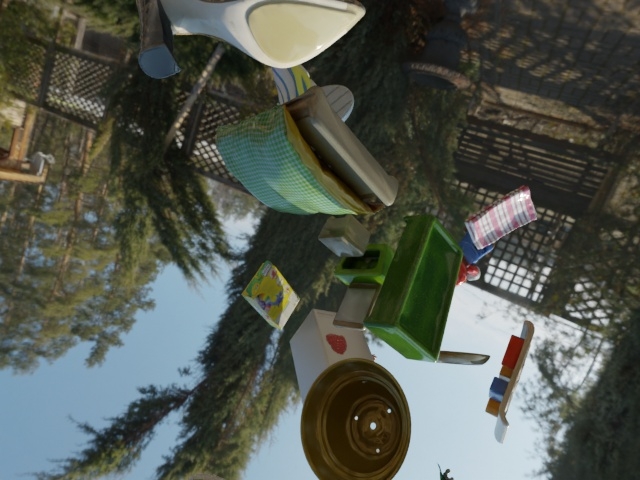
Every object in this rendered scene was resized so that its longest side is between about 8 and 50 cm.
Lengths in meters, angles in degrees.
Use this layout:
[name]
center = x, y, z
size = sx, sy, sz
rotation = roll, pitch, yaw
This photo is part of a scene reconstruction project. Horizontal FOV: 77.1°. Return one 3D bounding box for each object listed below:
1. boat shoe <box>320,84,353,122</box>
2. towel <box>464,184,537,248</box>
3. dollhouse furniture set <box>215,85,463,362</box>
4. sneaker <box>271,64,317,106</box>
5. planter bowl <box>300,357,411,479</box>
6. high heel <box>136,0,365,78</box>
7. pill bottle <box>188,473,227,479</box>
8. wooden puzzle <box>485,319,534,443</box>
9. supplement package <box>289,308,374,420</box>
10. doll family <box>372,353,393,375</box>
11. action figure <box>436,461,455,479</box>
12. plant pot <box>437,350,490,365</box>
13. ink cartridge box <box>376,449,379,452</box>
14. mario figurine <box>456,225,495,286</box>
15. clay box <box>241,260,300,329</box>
[boat shoe]
center = -0.057, -0.255, 1.010
size = 0.121, 0.335, 0.119
rotation = 52, -179, 14
[towel]
center = 0.528, -0.061, 1.174
size = 0.144, 0.197, 0.029
rotation = 47, -164, -40
[dollhouse furniture set]
center = 0.000, 0.000, 0.475
size = 0.198, 0.151, 0.301
rotation = -4, 143, 48
[sneaker]
center = -0.050, -0.193, 0.691
size = 0.240, 0.126, 0.091
rotation = 62, 167, -2
[planter bowl]
center = 0.077, 0.329, 0.719
size = 0.217, 0.217, 0.090
rotation = 29, 175, 43
[high heel]
center = -0.092, -0.291, 0.482
size = 0.262, 0.093, 0.186
rotation = -13, -122, -4
[pill bottle]
center = -0.252, 0.600, 0.766
size = 0.137, 0.136, 0.245
rotation = 21, -148, 4
[wooden puzzle]
center = 0.631, 0.475, 1.358
size = 0.081, 0.347, 0.322
rotation = 15, 152, 29
[supplement package]
center = 0.042, 0.380, 1.212
size = 0.178, 0.175, 0.292
rotation = 14, -145, -28
[doll family]
center = 0.186, 0.534, 1.585
size = 0.163, 0.262, 0.118
rotation = 33, -137, 17
[action figure]
center = 0.488, 0.930, 1.491
size = 0.137, 0.064, 0.232
rotation = 59, -175, 13
[plant pot]
center = 0.408, 0.370, 1.263
size = 0.237, 0.032, 0.236
rotation = 5, 163, 1
[ink cartridge box]
center = 0.143, 0.944, 1.672
size = 0.154, 0.093, 0.212
rotation = -3, -145, 37
[mario figurine]
center = 0.488, 0.065, 1.468
size = 0.198, 0.170, 0.321
rotation = 36, -129, 29
[clay box]
center = -0.160, 0.171, 1.280
size = 0.053, 0.127, 0.222
rotation = 8, 143, 38
